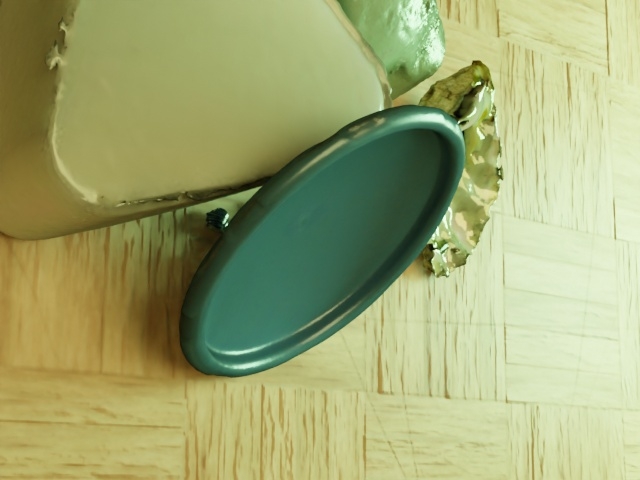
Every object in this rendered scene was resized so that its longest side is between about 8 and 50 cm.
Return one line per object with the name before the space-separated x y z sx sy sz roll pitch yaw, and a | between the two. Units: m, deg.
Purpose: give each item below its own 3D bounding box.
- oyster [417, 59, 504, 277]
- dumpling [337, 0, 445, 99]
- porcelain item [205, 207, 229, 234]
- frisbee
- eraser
oyster | 0.125 -0.070 1.198 0.133 0.072 0.209 -16 112 -48
dumpling | 0.043 -0.212 1.120 0.219 0.108 0.152 30 63 -31
porcelain item | -0.070 -0.001 1.039 0.075 0.021 0.136 42 57 -23
frisbee | -0.003 -0.004 0.970 0.290 0.289 0.049 -19 57 -41
eraser | -0.096 -0.134 0.960 0.331 0.150 0.331 10 74 -37
